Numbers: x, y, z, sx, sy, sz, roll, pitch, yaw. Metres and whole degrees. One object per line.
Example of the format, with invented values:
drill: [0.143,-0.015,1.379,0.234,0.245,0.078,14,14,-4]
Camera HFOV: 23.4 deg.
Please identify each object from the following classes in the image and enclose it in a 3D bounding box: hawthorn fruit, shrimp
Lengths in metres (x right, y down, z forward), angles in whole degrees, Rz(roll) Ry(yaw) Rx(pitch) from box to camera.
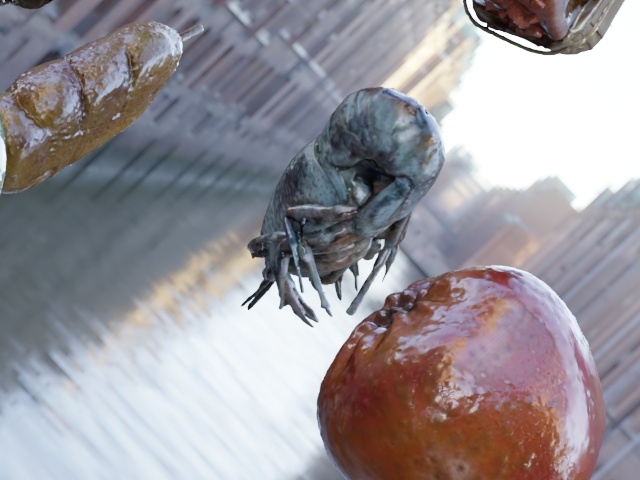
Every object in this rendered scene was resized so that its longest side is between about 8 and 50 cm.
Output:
hawthorn fruit: [0.099,0.119,0.973,0.200,0.179,0.179,60,1,-13]
shrimp: [0.001,-0.001,1.465,0.137,0.372,0.172,36,46,9]

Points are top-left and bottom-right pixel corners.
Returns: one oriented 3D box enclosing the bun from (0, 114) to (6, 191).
bun: [-0.422,-0.056,1.355,0.187,0.293,0.293,39,8,-38]

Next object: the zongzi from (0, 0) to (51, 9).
zongzi: [-0.310,-0.309,1.045,0.317,0.289,0.154,5,17,-19]

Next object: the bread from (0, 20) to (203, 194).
bread: [-0.239,-0.156,1.603,0.084,0.124,0.344,41,47,9]

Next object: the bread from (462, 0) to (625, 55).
bread: [0.202,-0.252,1.190,0.142,0.224,0.212,30,-1,22]
